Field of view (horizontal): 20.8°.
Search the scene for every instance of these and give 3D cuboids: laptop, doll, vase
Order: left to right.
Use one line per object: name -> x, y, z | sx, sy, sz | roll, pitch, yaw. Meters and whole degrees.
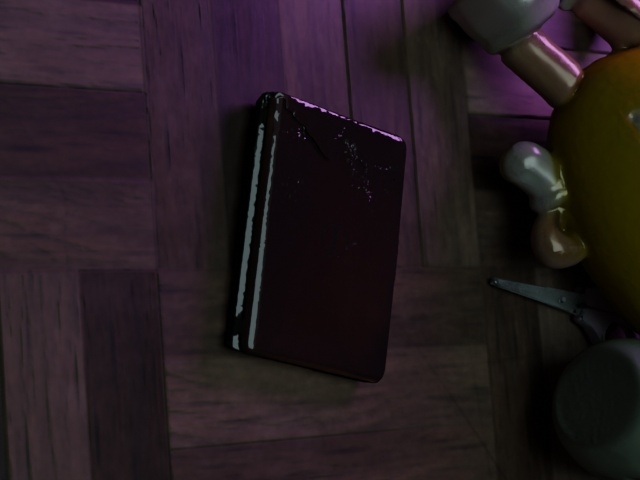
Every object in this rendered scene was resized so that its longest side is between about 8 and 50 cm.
laptop -> 0.000, 0.000, 1.380 | 0.154, 0.026, 0.207 | 16, 74, -38
doll -> 0.295, -0.107, 1.541 | 0.423, 0.161, 0.348 | 31, 78, -11
vase -> 0.311, 0.169, 1.546 | 0.248, 0.128, 0.128 | 26, 67, -44

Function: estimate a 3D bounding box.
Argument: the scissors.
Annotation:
scissors -> 0.222, 0.054, 1.555 | 0.189, 0.015, 0.100 | 16, 68, -36
